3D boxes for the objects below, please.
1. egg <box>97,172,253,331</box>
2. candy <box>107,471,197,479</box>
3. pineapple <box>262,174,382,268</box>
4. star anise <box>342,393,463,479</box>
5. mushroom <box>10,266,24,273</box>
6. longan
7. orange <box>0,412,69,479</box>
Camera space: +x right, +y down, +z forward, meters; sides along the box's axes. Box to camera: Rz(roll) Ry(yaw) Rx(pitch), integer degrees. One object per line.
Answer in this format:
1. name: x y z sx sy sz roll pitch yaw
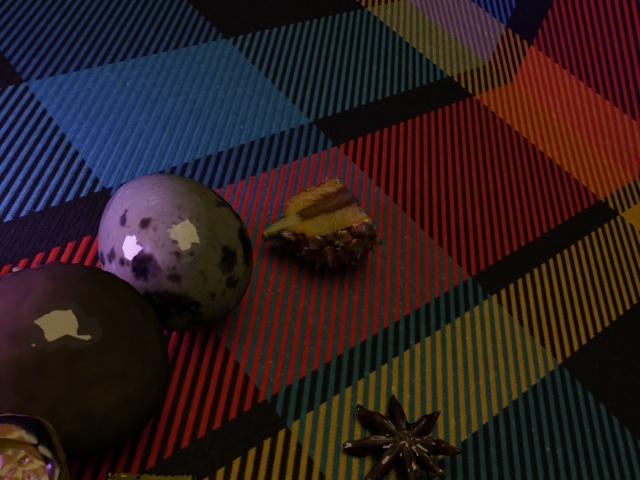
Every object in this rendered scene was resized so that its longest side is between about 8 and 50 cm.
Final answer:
1. egg: -0.349 0.021 1.631 0.344 0.345 0.428 -20 44 -31
2. candy: -0.327 0.577 1.306 0.187 0.081 0.297 6 36 -12
3. pineapple: -0.003 0.001 1.911 0.286 0.209 0.344 -25 30 -4
4. star anise: 0.189 0.469 1.557 0.287 0.088 0.288 0 39 0
5. mushroom: -0.752 0.151 1.555 0.108 0.096 0.247 7 37 25
6. longan: -0.516 0.231 1.342 0.435 0.404 0.404 8 46 -9
7. orange: -0.525 0.458 1.057 0.270 0.210 0.369 -1 51 -12
